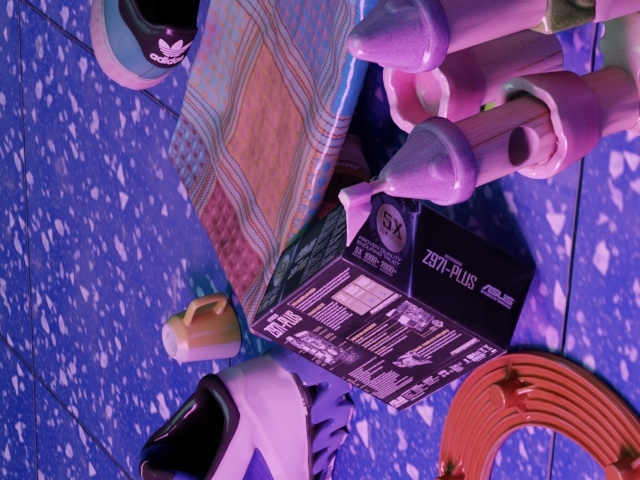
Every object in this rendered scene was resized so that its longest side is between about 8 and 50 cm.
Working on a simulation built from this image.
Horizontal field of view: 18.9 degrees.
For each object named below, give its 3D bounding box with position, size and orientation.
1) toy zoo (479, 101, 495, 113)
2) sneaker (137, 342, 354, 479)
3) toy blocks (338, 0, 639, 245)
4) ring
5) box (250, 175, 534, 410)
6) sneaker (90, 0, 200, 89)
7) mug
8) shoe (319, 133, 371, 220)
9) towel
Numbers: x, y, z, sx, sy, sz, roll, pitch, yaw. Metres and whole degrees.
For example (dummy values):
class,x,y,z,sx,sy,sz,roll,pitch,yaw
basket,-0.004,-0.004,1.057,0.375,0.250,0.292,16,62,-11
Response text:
class,x,y,z,sx,sy,sz,roll,pitch,yaw
toy zoo,0.108,-0.231,1.385,0.192,0.030,0.293,50,142,39
sneaker,-0.079,0.233,1.764,0.127,0.182,0.315,37,133,51
toy blocks,0.125,-0.156,1.117,0.309,0.260,0.288,27,127,46
ring,0.182,0.249,1.467,0.336,0.032,0.336,35,132,50
box,0.052,0.045,1.474,0.180,0.147,0.077,-40,24,59
sneaker,-0.152,-0.295,1.724,0.121,0.108,0.302,-25,71,56
mug,-0.121,0.085,1.895,0.062,0.064,0.078,24,122,56
shoe,0.000,0.000,1.651,0.058,0.077,0.219,-92,17,-45
towel,-0.044,-0.139,1.597,0.271,0.040,0.370,-118,37,-45
